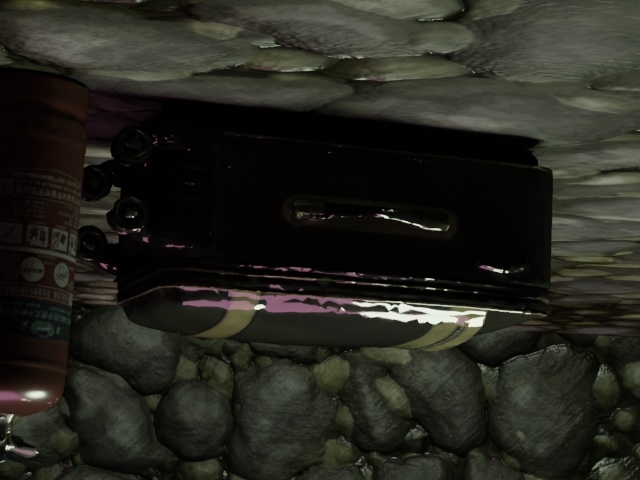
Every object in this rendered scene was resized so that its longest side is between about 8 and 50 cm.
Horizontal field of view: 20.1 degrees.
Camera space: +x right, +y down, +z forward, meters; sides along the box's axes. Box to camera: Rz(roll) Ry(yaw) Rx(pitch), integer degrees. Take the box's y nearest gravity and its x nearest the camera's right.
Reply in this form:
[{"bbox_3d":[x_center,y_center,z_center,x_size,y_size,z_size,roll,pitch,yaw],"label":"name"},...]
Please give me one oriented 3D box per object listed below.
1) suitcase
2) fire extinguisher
[{"bbox_3d":[0.000,0.000,1.683,0.434,0.194,0.283,4,172,-16],"label":"suitcase"},{"bbox_3d":[-0.265,0.033,1.475,0.135,0.337,0.114,12,166,-43],"label":"fire extinguisher"}]
